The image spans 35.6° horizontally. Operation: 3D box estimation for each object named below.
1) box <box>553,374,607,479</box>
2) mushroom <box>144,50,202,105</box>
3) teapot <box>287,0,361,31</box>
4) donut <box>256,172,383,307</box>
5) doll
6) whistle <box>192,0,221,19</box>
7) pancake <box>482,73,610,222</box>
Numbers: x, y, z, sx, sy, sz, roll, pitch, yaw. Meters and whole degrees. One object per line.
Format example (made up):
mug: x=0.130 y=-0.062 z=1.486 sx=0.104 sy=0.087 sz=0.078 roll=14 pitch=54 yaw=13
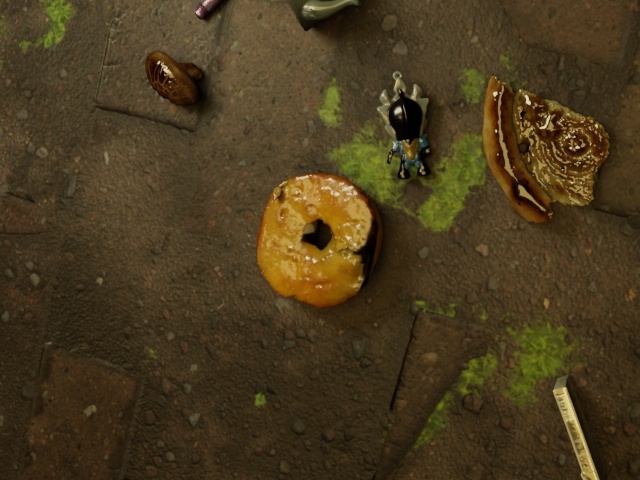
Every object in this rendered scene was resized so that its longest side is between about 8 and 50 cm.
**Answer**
box: x=0.453 y=0.340 z=1.740 sx=0.029 sy=0.109 sz=0.198 roll=-20 pitch=88 yaw=18
mushroom: x=-0.286 y=-0.312 z=1.923 sx=0.126 sy=0.109 sz=0.085 roll=42 pitch=110 yaw=27
teapot: x=-0.004 y=-0.492 z=1.804 sx=0.149 sy=0.162 sz=0.239 roll=-26 pitch=57 yaw=9
donut: x=0.000 y=-0.003 z=1.851 sx=0.253 sy=0.118 sz=0.254 roll=1 pitch=92 yaw=16
doll: x=0.155 y=-0.210 z=1.811 sx=0.095 sy=0.070 sz=0.195 roll=-10 pitch=99 yaw=2
whistle: x=-0.179 y=-0.493 z=1.909 sx=0.176 sy=0.033 sz=0.033 roll=-43 pitch=82 yaw=15
pancake: x=0.372 y=-0.148 z=1.754 sx=0.257 sy=0.056 sz=0.212 roll=29 pitch=102 yaw=13
